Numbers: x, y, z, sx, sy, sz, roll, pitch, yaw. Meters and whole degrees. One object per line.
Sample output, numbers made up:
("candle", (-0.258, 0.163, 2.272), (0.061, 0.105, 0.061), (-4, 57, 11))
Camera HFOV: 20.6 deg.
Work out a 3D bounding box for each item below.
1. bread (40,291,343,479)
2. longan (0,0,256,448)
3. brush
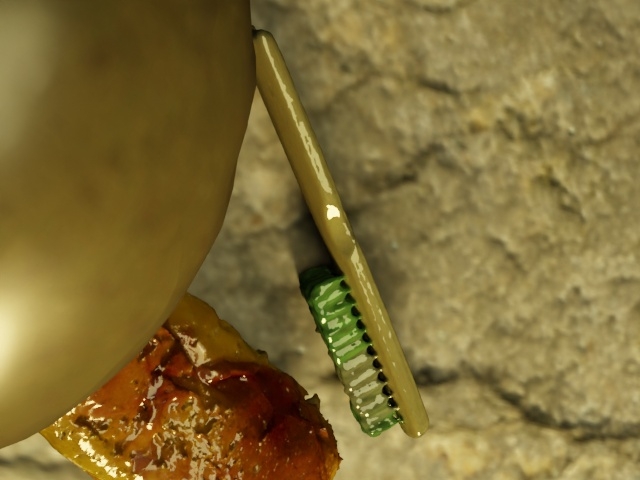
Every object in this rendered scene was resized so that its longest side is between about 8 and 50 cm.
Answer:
("bread", (-0.098, 0.086, 1.038), (0.271, 0.077, 0.139), (49, 65, -29))
("longan", (-0.201, -0.071, 0.823), (0.361, 0.361, 0.361), (-3, 97, -25))
("brush", (0.000, 0.000, 1.107), (0.048, 0.054, 0.282), (-24, 106, -8))
